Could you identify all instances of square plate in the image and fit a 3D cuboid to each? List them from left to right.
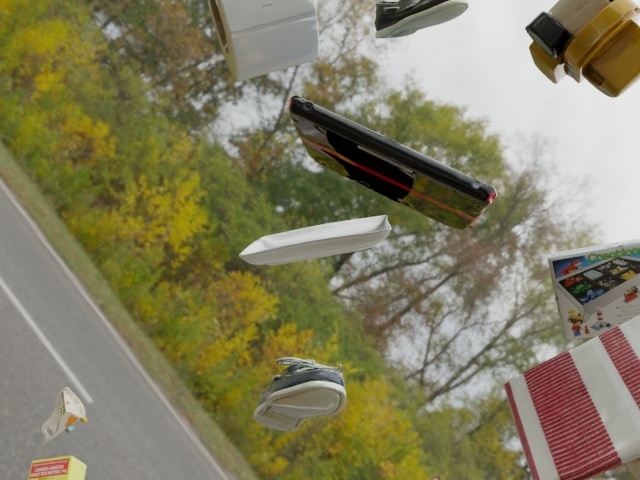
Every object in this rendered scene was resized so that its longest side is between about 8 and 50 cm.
[{"bbox_3d":[0.000,0.000,1.609,0.347,0.343,0.049,-61,141,-81],"label":"square plate"}]

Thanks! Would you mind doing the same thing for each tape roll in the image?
[{"bbox_3d":[-0.121,-0.451,1.296,0.246,0.169,0.246,163,-90,-81],"label":"tape roll"}]

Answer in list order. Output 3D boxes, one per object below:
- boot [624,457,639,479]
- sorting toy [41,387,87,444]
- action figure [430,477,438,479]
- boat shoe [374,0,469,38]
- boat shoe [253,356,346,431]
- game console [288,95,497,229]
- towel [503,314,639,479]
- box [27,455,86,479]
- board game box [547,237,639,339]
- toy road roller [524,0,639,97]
[{"bbox_3d":[0.741,0.399,1.347,0.104,0.211,0.295,52,-12,25],"label":"boot"},{"bbox_3d":[-0.423,0.294,1.075,0.045,0.075,0.083,51,-8,-27],"label":"sorting toy"},{"bbox_3d":[0.168,0.471,1.210,0.030,0.115,0.038,58,-13,9],"label":"action figure"},{"bbox_3d":[0.175,-0.425,1.208,0.233,0.084,0.079,9,-77,59],"label":"boat shoe"},{"bbox_3d":[-0.027,0.209,0.932,0.095,0.079,0.254,20,-29,-8],"label":"boat shoe"},{"bbox_3d":[0.134,-0.139,1.251,0.386,0.060,0.342,26,-5,9],"label":"game console"},{"bbox_3d":[0.430,0.209,0.930,0.037,0.329,0.237,53,18,-18],"label":"towel"},{"bbox_3d":[-0.478,0.503,1.159,0.058,0.087,0.232,70,14,-49],"label":"box"},{"bbox_3d":[0.665,0.098,1.429,0.053,0.305,0.193,-35,113,-68],"label":"board game box"},{"bbox_3d":[0.603,-0.421,1.440,0.241,0.202,0.329,51,16,14],"label":"toy road roller"}]
